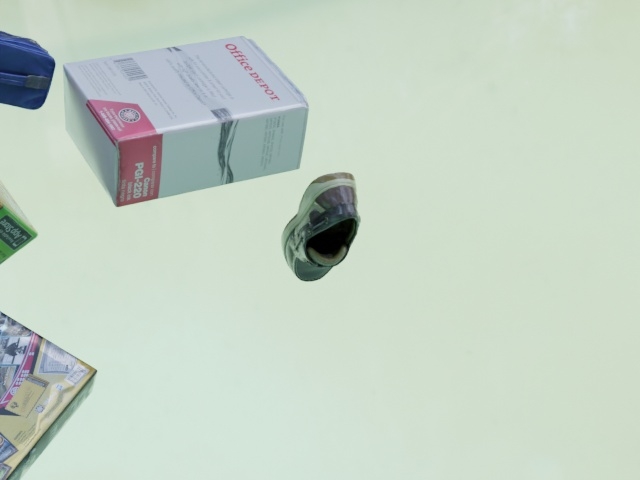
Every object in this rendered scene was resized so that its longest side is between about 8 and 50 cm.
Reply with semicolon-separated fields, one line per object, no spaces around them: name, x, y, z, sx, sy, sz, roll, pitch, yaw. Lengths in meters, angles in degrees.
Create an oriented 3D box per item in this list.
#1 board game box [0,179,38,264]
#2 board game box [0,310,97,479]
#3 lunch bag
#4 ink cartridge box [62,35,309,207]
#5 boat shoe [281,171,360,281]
board game box;-0.587;-0.082;1.283;0.356;0.356;0.356;-38;69;-5
board game box;-0.337;0.166;1.107;0.165;0.042;0.243;31;48;6
lunch bag;-0.324;-0.176;1.262;0.098;0.067;0.065;9;16;-33
ink cartridge box;-0.144;-0.132;1.313;0.218;0.092;0.158;-15;44;-25
boat shoe;0.000;0.000;1.063;0.056;0.152;0.049;-5;60;-12
